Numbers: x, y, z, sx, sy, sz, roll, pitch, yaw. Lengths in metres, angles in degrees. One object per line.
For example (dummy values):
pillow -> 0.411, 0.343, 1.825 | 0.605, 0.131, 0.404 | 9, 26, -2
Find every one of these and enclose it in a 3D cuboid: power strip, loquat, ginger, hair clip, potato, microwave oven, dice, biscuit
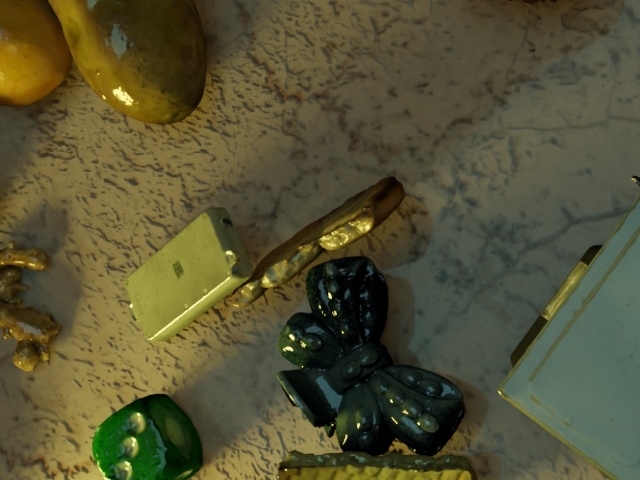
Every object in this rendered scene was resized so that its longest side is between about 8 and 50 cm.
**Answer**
power strip -> -0.202, 0.054, 1.856 | 0.270, 0.046, 0.118 | -37, 70, 40
loquat -> -0.504, -0.319, 1.986 | 0.208, 0.208, 0.208 | -3, 80, 17
ginger -> -0.496, 0.102, 1.998 | 0.176, 0.052, 0.193 | 17, 79, 18
hair clip -> 0.056, 0.185, 1.753 | 0.206, 0.194, 0.310 | -32, 73, 0
potato -> -0.282, -0.305, 1.919 | 0.229, 0.229, 0.266 | -17, 87, 14
microwave oven -> 0.446, 0.137, 1.612 | 0.286, 0.218, 0.355 | 36, 93, 20
dice -> -0.259, 0.314, 1.848 | 0.120, 0.131, 0.128 | -36, 74, 11
biscuit -> 0.082, 0.347, 1.720 | 0.273, 0.187, 0.036 | 1, 51, 7
biscuit -> 0.000, -0.001, 1.812 | 0.299, 0.154, 0.045 | -32, 101, 26

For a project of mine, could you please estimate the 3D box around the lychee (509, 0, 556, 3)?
lychee -> 0.276, -0.454, 1.736 | 0.267, 0.267, 0.268 | -3, 80, 17
